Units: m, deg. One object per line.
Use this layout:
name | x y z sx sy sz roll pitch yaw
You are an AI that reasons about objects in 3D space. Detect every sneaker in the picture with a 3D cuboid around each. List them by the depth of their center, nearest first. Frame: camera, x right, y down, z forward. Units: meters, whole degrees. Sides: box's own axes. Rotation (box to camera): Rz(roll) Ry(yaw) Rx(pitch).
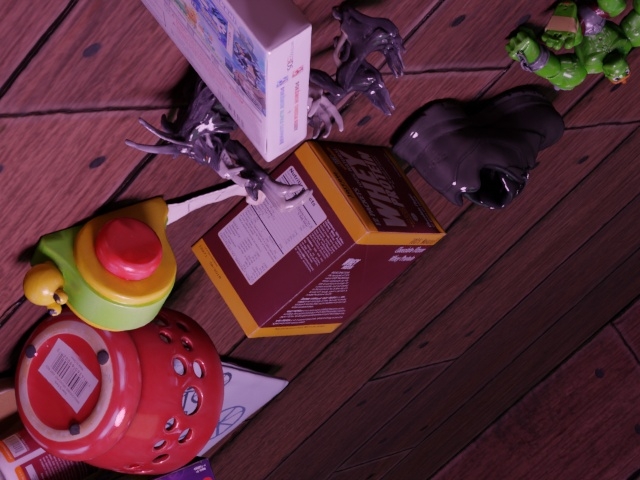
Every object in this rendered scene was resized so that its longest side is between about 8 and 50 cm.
sneaker | 0.206 -0.098 2.306 0.286 0.130 0.109 -16 152 -46

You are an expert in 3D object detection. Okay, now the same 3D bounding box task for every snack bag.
snack bag | -0.233 0.262 2.618 0.323 0.037 0.342 -39 158 12

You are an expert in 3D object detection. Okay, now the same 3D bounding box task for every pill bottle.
pill bottle | -0.306 0.246 2.269 0.152 0.086 0.086 -27 160 -19

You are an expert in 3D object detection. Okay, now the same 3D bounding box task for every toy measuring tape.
toy measuring tape | -0.159 0.017 2.001 0.330 0.121 0.121 -19 157 -38

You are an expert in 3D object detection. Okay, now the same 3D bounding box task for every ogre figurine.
ogre figurine | 0.315 -0.239 2.203 0.197 0.097 0.118 -47 145 -8

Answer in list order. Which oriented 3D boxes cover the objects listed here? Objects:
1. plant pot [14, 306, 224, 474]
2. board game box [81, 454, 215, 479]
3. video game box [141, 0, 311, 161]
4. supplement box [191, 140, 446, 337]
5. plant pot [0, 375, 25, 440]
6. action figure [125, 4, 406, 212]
plant pot | -0.230 0.163 2.135 0.191 0.191 0.174 -42 154 23
board game box | -0.274 0.307 2.324 0.208 0.056 0.347 -16 -176 -22
video game box | -0.083 -0.183 1.481 0.048 0.205 0.187 -34 163 -12
supplement box | 0.000 0.000 2.200 0.194 0.129 0.191 -42 160 23
plant pot | -0.406 0.222 2.229 0.236 0.032 0.236 -30 162 -11
action figure | -0.039 -0.118 1.826 0.275 0.141 0.164 -28 163 -28
